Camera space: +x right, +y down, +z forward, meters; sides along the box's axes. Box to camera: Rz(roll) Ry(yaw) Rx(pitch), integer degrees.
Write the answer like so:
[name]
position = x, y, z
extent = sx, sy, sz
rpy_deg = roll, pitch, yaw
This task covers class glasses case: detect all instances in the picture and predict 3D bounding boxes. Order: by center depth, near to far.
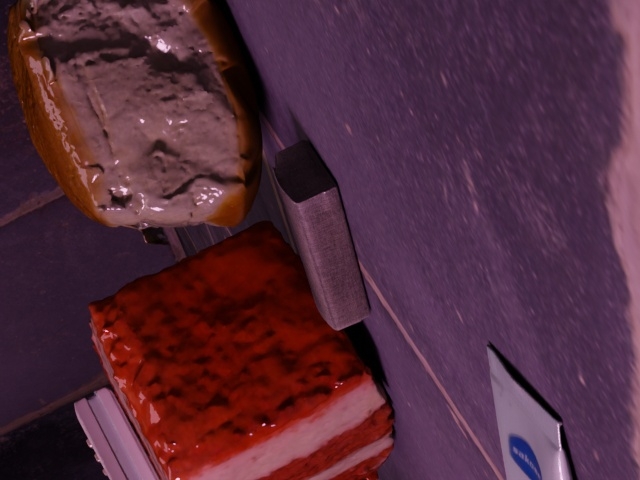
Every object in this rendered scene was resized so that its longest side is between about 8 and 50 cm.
[glasses case]
position = 0.000, 0.000, 1.385
extent = 0.071, 0.047, 0.205
rpy_deg = 59, 171, 38

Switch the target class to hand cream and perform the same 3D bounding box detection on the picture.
[hand cream]
position = 0.173, 0.229, 1.052
extent = 0.109, 0.067, 0.321
rpy_deg = -128, 21, -59

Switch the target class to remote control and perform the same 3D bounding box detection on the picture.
[remote control]
position = -0.202, 0.307, 1.699
extent = 0.277, 0.055, 0.103
rpy_deg = 61, 173, 11

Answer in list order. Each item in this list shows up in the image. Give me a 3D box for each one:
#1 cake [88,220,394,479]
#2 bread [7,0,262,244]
[cake]
position = -0.086, 0.163, 1.657
extent = 0.270, 0.269, 0.319
rpy_deg = 59, 171, 23
[bread]
position = -0.180, -0.131, 1.468
extent = 0.250, 0.225, 0.279
rpy_deg = 175, 78, -75
